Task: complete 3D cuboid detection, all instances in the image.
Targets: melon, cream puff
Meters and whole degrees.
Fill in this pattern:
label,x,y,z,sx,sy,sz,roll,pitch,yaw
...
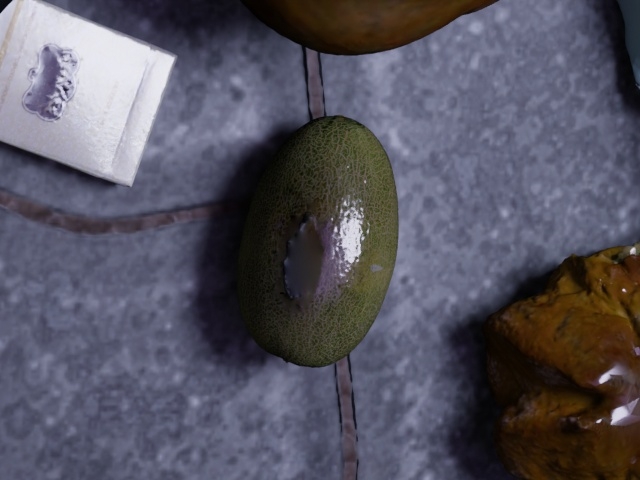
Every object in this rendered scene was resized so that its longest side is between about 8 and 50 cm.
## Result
label,x,y,z,sx,sy,sz,roll,pitch,yaw
melon,0.000,0.000,1.149,0.099,0.099,0.162,12,89,-24
cream puff,0.247,0.095,1.241,0.269,0.155,0.241,-38,105,-7

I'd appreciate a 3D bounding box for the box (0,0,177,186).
label,x,y,z,sx,sy,sz,roll,pitch,yaw
box,-0.178,-0.101,1.099,0.167,0.024,0.090,21,88,-23

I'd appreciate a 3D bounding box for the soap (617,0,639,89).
label,x,y,z,sx,sy,sz,roll,pitch,yaw
soap,0.310,-0.116,1.218,0.145,0.091,0.230,-38,82,-14

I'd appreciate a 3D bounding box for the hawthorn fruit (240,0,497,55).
label,x,y,z,sx,sy,sz,roll,pitch,yaw
hawthorn fruit,0.063,-0.258,1.048,0.301,0.268,0.267,-22,105,-19

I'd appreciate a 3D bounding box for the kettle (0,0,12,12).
label,x,y,z,sx,sy,sz,roll,pitch,yaw
kettle,-0.268,-0.195,0.946,0.308,0.203,0.262,-51,126,-8
